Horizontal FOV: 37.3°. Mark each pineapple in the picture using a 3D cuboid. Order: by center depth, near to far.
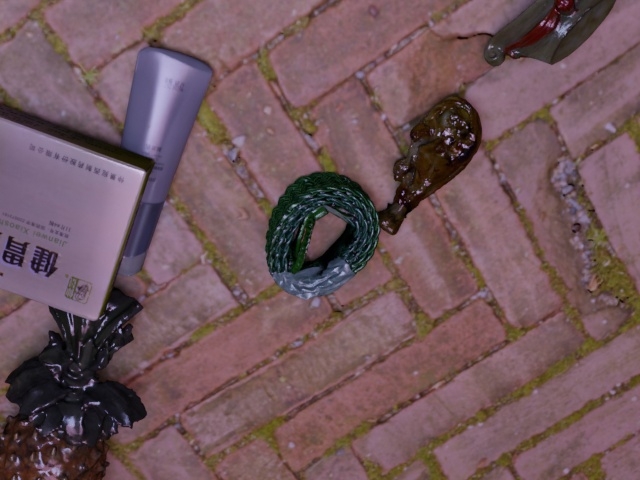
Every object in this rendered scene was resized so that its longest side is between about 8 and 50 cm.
[{"bbox_3d":[-0.288,0.200,1.095,0.170,0.141,0.310,23,103,12],"label":"pineapple"}]

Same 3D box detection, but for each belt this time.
[{"bbox_3d":[0.000,0.000,1.079,0.121,0.079,0.151,31,106,-20],"label":"belt"}]

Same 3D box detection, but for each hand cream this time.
[{"bbox_3d":[-0.189,-0.083,1.033,0.079,0.048,0.255,14,108,-18],"label":"hand cream"}]

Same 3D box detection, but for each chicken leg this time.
[{"bbox_3d":[0.115,-0.082,1.073,0.093,0.070,0.178,8,128,-39],"label":"chicken leg"}]

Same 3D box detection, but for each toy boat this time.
[{"bbox_3d":[0.259,-0.248,1.018,0.185,0.071,0.089,-47,155,12],"label":"toy boat"}]

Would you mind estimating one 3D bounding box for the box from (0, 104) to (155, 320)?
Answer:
[{"bbox_3d":[-0.324,-0.043,0.988,0.260,0.062,0.175,20,105,-6],"label":"box"}]
